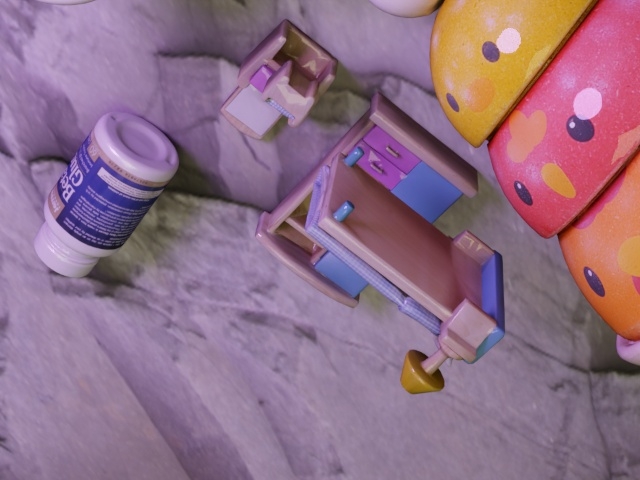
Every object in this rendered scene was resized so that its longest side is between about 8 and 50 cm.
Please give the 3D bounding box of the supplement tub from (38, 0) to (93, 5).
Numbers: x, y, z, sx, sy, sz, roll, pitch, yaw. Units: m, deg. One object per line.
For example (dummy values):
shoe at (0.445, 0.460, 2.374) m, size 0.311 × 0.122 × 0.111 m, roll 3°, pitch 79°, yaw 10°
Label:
supplement tub at (-0.204, -0.300, 1.083) m, size 0.144 × 0.199 × 0.144 m, roll 3°, pitch 121°, yaw 4°

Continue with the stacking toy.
stacking toy at (0.214, -0.148, 1.122) m, size 0.480 × 0.350 × 0.350 m, roll 36°, pitch 119°, yaw 5°

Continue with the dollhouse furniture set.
dollhouse furniture set at (0.000, 0.000, 1.184) m, size 0.286 × 0.303 × 0.198 m, roll 36°, pitch 117°, yaw -16°

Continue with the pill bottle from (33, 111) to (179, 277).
pill bottle at (-0.227, -0.043, 1.302) m, size 0.094 × 0.094 × 0.169 m, roll 32°, pitch 118°, yaw -13°
